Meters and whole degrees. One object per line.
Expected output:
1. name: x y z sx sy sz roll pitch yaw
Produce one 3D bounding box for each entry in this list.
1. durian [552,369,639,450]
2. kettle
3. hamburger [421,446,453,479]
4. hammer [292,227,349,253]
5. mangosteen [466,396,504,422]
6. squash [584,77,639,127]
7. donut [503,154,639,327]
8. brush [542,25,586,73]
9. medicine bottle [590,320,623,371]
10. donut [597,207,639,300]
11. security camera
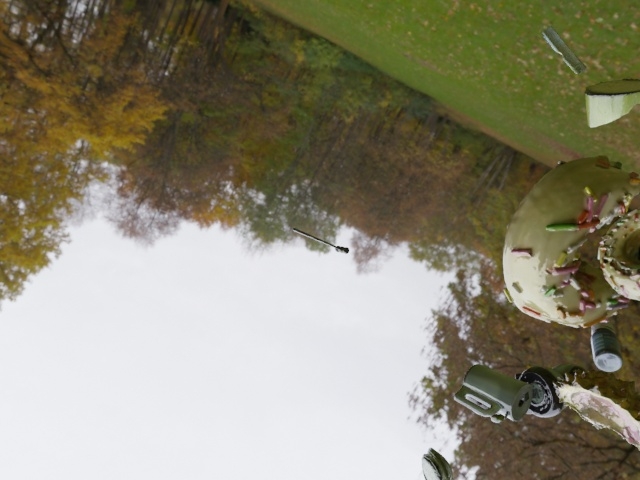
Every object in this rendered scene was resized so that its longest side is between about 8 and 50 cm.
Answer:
1. durian: 0.504 0.277 0.832 0.224 0.078 0.140 35 154 17
2. kettle: 0.442 0.392 1.293 0.148 0.126 0.098 18 164 48
3. hamburger: 0.392 0.778 1.714 0.063 0.139 0.133 -21 -158 -21
4. hammer: 0.000 0.000 1.949 0.058 0.029 0.292 8 169 45
5. mangosteen: 0.676 0.638 2.038 0.173 0.172 0.183 11 -137 -43
6. squash: 1.038 -0.484 1.758 0.220 0.133 0.220 -17 -161 6
7. donut: 0.533 0.022 1.067 0.308 0.370 0.150 -20 -156 -13
8. brush: 0.690 -0.537 1.445 0.178 0.033 0.030 65 -175 24
9. medicine bottle: 0.930 0.335 1.661 0.084 0.083 0.203 30 -148 5
10. donut: 0.536 0.015 0.827 0.068 0.174 0.174 30 -164 -25
11. security camera: 0.955 0.586 2.033 0.278 0.191 0.196 -4 -107 -28
